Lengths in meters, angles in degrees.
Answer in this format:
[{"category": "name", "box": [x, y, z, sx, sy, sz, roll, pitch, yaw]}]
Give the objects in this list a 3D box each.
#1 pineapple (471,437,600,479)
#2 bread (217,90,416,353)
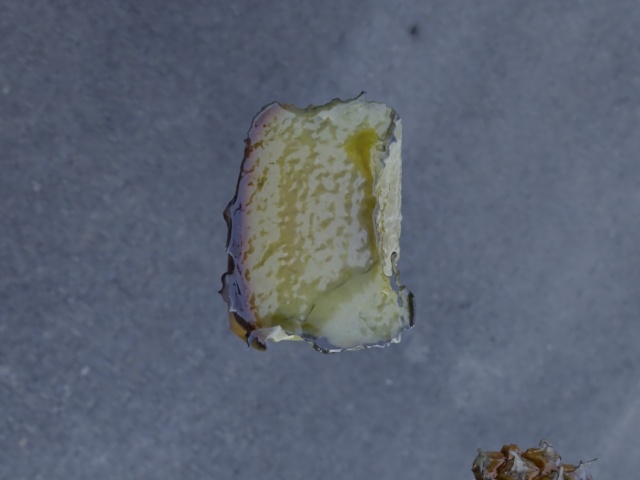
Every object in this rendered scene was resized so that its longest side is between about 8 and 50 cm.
[{"category": "pineapple", "box": [0.203, 0.249, 1.435, 0.069, 0.137, 0.116, -56, 157, -61]}, {"category": "bread", "box": [0.000, 0.000, 1.112, 0.160, 0.140, 0.169, -84, 174, -55]}]
